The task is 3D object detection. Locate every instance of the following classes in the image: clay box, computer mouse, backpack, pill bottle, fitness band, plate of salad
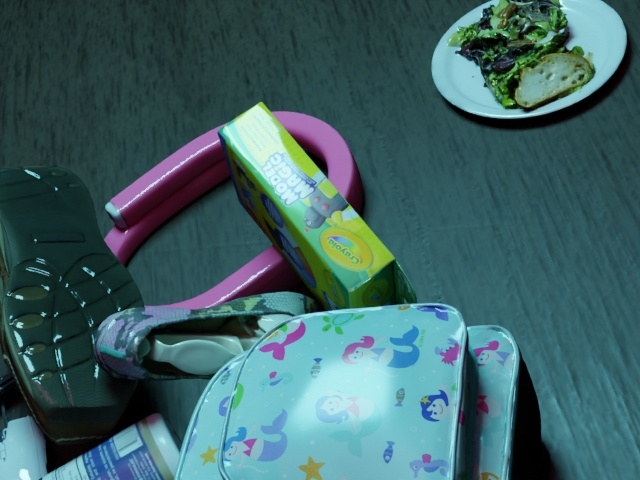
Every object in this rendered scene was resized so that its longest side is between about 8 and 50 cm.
[{"bbox_3d":[0.000,0.000,1.000,0.053,0.127,0.222,-33,64,-11],"label":"clay box"},{"bbox_3d":[-0.273,0.185,1.038,0.106,0.042,0.193,-29,45,-7],"label":"computer mouse"},{"bbox_3d":[0.019,0.165,0.850,0.253,0.191,0.225,-6,48,23],"label":"backpack"},{"bbox_3d":[-0.179,0.218,0.934,0.169,0.094,0.094,-30,45,-6],"label":"pill bottle"},{"bbox_3d":[-0.095,-0.016,1.145,0.291,0.054,0.209,-38,47,-12],"label":"fitness band"},{"bbox_3d":[0.209,-0.201,1.197,0.199,0.048,0.200,-12,46,12],"label":"plate of salad"}]

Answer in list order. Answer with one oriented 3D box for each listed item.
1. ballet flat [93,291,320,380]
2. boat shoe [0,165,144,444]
[{"bbox_3d":[-0.075,0.087,0.964,0.221,0.077,0.079,-1,15,-38],"label":"ballet flat"},{"bbox_3d":[-0.237,0.063,1.058,0.122,0.120,0.324,2,37,-23],"label":"boat shoe"}]
